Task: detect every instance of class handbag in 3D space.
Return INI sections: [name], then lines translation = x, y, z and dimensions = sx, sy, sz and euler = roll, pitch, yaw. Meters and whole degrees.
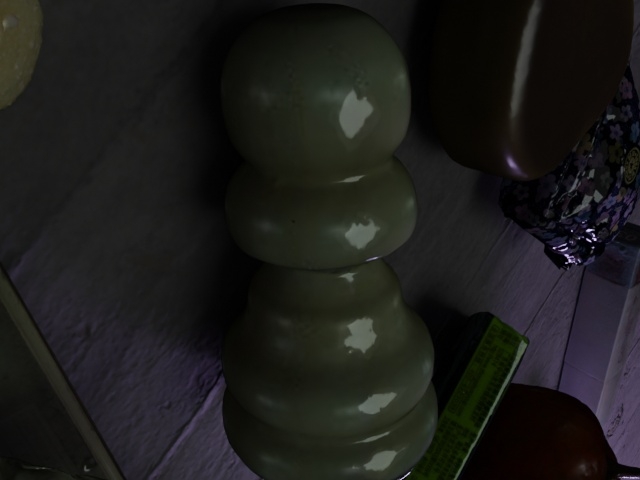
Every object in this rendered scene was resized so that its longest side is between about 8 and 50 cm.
[handbag]
translation = 0.306, -0.085, 0.814
dimensions = 0.207, 0.126, 0.229
euler = 25, 84, -49

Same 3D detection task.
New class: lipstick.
[lipstick]
translation = 0.462, 0.151, 1.144
dimensions = 0.076, 0.079, 0.372
euler = -24, 126, -37

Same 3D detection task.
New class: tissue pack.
[tissue pack]
translation = 0.148, 0.198, 0.800
dimensions = 0.236, 0.073, 0.173
euler = -60, 172, -2

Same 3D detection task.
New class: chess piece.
[chess piece]
translation = 0.000, 0.000, 0.515
dimensions = 0.182, 0.182, 0.331
euler = -23, 121, -37

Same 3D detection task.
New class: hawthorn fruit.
[hawthorn fruit]
translation = 0.284, 0.290, 0.906
dimensions = 0.215, 0.249, 0.216
euler = 16, 68, -48

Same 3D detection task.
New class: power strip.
[power strip]
translation = -0.191, 0.160, 0.478
dimensions = 0.092, 0.066, 0.388
euler = -26, 128, -19

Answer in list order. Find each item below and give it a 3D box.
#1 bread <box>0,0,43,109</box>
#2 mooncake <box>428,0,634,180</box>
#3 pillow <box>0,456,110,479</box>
[bread]
translation = -0.222, -0.101, 0.318
dimensions = 0.251, 0.039, 0.182
euler = -53, 139, -11
[mooncake]
translation = 0.189, -0.184, 0.641
dimensions = 0.234, 0.117, 0.235
euler = -20, 121, -37
[pillow]
translation = -0.182, 0.236, 0.339
dimensions = 0.076, 0.280, 0.275
euler = 126, -17, -88
